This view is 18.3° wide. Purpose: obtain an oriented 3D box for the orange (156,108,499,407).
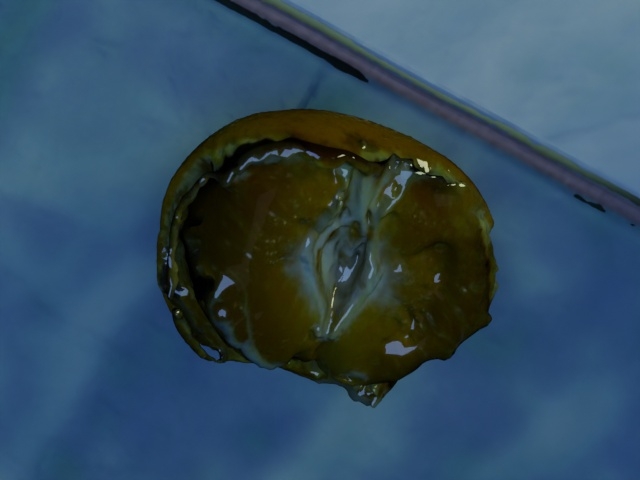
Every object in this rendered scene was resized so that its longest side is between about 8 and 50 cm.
[{"bbox_3d":[0.000,0.000,0.964,0.160,0.112,0.170,-21,132,-2],"label":"orange"}]
